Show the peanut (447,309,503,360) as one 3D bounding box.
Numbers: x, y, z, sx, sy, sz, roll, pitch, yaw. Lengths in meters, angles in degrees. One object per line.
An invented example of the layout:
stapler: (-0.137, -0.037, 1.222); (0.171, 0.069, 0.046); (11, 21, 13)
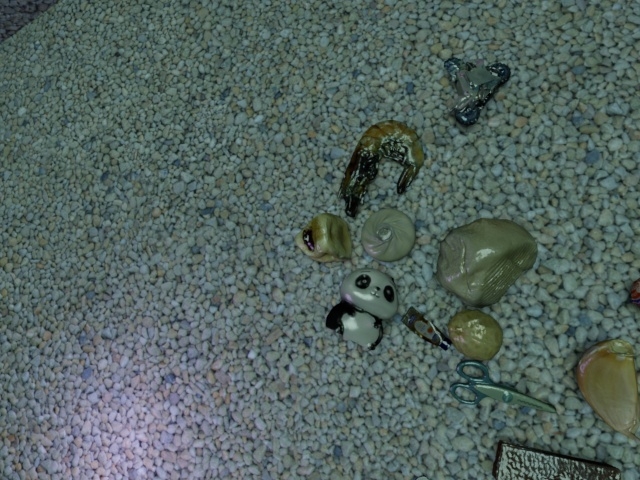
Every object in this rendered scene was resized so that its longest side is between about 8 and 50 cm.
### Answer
peanut: (0.446, 0.272, 1.336); (0.159, 0.109, 0.141); (19, 93, 13)

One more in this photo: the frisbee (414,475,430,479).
frisbee: (0.357, 0.788, 1.322); (0.210, 0.012, 0.188); (14, 85, 16)

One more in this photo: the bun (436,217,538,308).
bun: (0.454, 0.047, 1.319); (0.282, 0.281, 0.205); (-49, 48, 2)

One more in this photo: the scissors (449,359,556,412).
scissors: (0.525, 0.438, 1.322); (0.288, 0.041, 0.138); (15, 101, 12)

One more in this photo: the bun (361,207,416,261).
bun: (0.211, -0.018, 1.443); (0.172, 0.120, 0.173); (-2, 82, 14)

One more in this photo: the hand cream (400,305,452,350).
hand cream: (0.325, 0.273, 1.407); (0.163, 0.039, 0.062); (36, 107, 19)

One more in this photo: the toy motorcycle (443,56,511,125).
toy motorcycle: (0.464, -0.500, 1.473); (0.204, 0.108, 0.239); (36, 68, 12)

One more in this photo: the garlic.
garlic: (0.771, 0.381, 1.211); (0.145, 0.164, 0.245); (-7, 84, -4)

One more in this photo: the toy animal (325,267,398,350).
toy animal: (0.133, 0.198, 1.399); (0.187, 0.165, 0.235); (28, 88, -5)

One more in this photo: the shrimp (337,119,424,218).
shrimp: (0.203, -0.228, 1.512); (0.233, 0.071, 0.365); (21, 81, 11)

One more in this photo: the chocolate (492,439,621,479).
chocolate: (0.637, 0.628, 1.237); (0.320, 0.112, 0.112); (8, 73, 17)

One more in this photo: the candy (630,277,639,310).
candy: (1.022, 0.180, 1.217); (0.364, 0.124, 0.124); (17, 85, 9)

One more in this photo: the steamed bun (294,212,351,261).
steamed bun: (0.000, 0.000, 1.485); (0.155, 0.172, 0.141); (-14, 66, 30)
